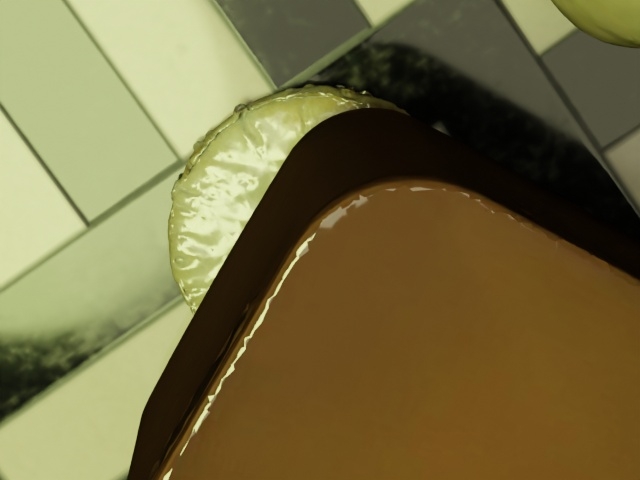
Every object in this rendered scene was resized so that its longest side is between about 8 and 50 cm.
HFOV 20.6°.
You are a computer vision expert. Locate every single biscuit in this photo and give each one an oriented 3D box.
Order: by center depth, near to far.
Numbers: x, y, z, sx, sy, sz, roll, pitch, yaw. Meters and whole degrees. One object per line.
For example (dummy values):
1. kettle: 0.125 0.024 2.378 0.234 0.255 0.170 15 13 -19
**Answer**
1. biscuit: 0.000 0.000 0.838 0.152 0.020 0.152 0 102 1

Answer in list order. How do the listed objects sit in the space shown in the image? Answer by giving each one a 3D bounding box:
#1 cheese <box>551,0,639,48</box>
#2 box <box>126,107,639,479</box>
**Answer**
1. cheese: 0.171 -0.181 0.714 0.117 0.235 0.218 46 60 -19
2. box: 0.095 0.116 0.741 0.339 0.229 0.239 28 100 -10
